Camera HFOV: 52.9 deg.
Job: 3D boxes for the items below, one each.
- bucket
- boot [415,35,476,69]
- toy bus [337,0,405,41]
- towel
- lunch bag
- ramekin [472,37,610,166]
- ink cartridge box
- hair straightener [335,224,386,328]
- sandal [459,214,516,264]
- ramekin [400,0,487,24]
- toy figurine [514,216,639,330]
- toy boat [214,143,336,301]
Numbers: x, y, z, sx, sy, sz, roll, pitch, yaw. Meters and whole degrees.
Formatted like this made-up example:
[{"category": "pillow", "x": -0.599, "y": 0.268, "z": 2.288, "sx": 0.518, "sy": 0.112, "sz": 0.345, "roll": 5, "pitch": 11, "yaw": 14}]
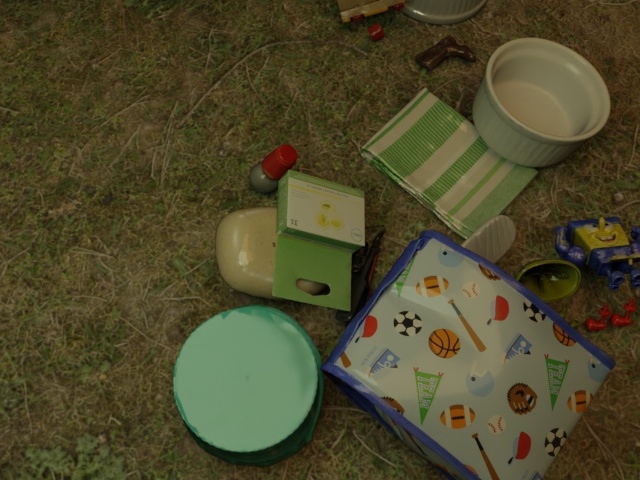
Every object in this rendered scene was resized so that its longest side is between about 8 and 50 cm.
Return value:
[{"category": "bucket", "x": -0.125, "y": 0.256, "z": 1.134, "sx": 0.281, "sy": 0.183, "sz": 0.281, "roll": 1, "pitch": 67, "yaw": -3}, {"category": "boot", "x": 0.295, "y": -0.429, "z": 1.524, "sx": 0.114, "sy": 0.037, "sz": 0.106, "roll": -35, "pitch": 60, "yaw": -19}, {"category": "toy bus", "x": 0.126, "y": -0.595, "z": 1.526, "sx": 0.202, "sy": 0.191, "sz": 0.104, "roll": 26, "pitch": 28, "yaw": -17}, {"category": "towel", "x": 0.283, "y": -0.173, "z": 1.417, "sx": 0.325, "sy": 0.038, "sz": 0.248, "roll": 40, "pitch": 70, "yaw": 13}, {"category": "lunch bag", "x": 0.235, "y": 0.214, "z": 1.119, "sx": 0.385, "sy": 0.239, "sz": 0.327, "roll": 39, "pitch": 74, "yaw": -5}, {"category": "ramekin", "x": 0.471, "y": -0.294, "z": 1.410, "sx": 0.277, "sy": 0.135, "sz": 0.277, "roll": 4, "pitch": 63, "yaw": -8}, {"category": "ink cartridge box", "x": 0.000, "y": 0.000, "z": 1.199, "sx": 0.171, "sy": 0.056, "sz": 0.235, "roll": 14, "pitch": 62, "yaw": -26}, {"category": "hair straightener", "x": 0.081, "y": 0.060, "z": 1.279, "sx": 0.047, "sy": 0.089, "sz": 0.230, "roll": 4, "pitch": 61, "yaw": 40}, {"category": "sandal", "x": 0.282, "y": 0.050, "z": 1.300, "sx": 0.265, "sy": 0.076, "sz": 0.102, "roll": -40, "pitch": 105, "yaw": -6}, {"category": "ramekin", "x": 0.299, "y": -0.677, "z": 1.580, "sx": 0.273, "sy": 0.127, "sz": 0.272, "roll": 1, "pitch": 67, "yaw": -3}, {"category": "toy figurine", "x": 0.547, "y": 0.043, "z": 1.317, "sx": 0.363, "sy": 0.191, "sz": 0.217, "roll": -7, "pitch": 38, "yaw": 1}, {"category": "toy boat", "x": -0.088, "y": -0.029, "z": 1.283, "sx": 0.268, "sy": 0.148, "sz": 0.318, "roll": 8, "pitch": 66, "yaw": -28}]
